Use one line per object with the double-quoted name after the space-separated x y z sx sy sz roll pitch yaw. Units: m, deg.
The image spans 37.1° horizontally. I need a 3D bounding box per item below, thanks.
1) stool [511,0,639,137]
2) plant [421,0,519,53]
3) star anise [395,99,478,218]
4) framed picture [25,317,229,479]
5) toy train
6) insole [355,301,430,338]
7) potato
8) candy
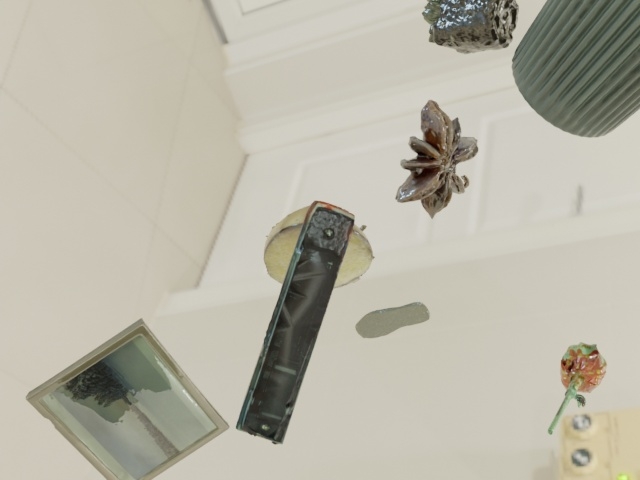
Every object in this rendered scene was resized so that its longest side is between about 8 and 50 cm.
0.529 -0.378 1.700 0.297 0.330 0.297 13 55 -18 "stool"
0.288 -0.440 1.895 0.129 0.194 0.132 11 94 -47 "plant"
0.237 -0.163 1.919 0.229 0.093 0.236 -23 112 -32 "star anise"
-0.299 0.275 1.524 0.016 0.213 0.289 51 -7 51 "framed picture"
-0.041 0.134 1.604 0.089 0.086 0.410 -94 -158 -86 "toy train"
0.139 0.157 1.881 0.063 0.192 0.010 50 45 -18 "insole"
0.000 0.000 2.065 0.299 0.239 0.116 101 -3 -62 "potato"
0.417 0.250 1.587 0.287 0.078 0.084 -31 130 -59 "candy"
